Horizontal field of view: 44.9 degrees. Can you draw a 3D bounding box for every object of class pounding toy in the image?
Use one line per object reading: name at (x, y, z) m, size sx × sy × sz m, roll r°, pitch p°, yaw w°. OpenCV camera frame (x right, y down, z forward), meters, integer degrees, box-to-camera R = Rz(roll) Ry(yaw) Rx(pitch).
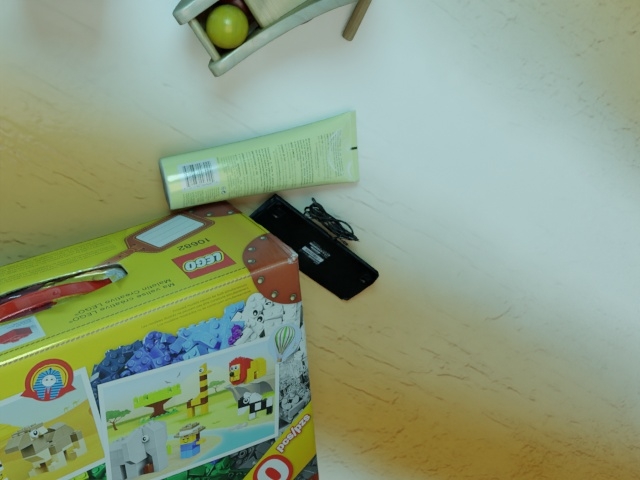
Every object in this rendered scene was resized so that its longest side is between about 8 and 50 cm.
pounding toy at (0.000, -0.248, 0.797) m, size 0.269 × 0.154 × 0.155 m, roll -33°, pitch 119°, yaw 3°

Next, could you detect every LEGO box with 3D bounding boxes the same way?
LEGO box at (-0.267, 0.216, 0.854) m, size 0.500 × 0.193 × 0.373 m, roll -20°, pitch 121°, yaw -26°

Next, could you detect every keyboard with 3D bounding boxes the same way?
keyboard at (0.000, 0.000, 0.999) m, size 0.100 × 0.038 × 0.192 m, roll -35°, pitch 123°, yaw 31°

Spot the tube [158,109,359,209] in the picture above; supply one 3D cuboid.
tube at (-0.067, -0.089, 0.919) m, size 0.240 × 0.062 × 0.070 m, roll -13°, pitch 160°, yaw -13°
